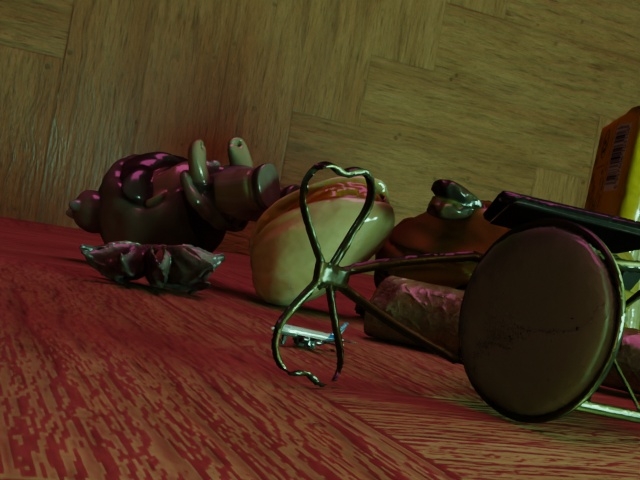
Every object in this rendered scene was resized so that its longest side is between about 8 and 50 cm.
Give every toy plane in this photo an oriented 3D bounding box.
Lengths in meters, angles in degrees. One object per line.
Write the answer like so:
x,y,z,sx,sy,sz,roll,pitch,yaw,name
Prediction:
-0.010,0.089,0.839,0.084,0.024,0.078,2,5,-31,toy plane

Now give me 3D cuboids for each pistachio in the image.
0.000,0.000,1.243,0.229,0.157,0.157,-34,-11,12,pistachio

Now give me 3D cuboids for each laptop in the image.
0.202,-0.013,0.738,0.129,0.016,0.180,14,-1,6,laptop

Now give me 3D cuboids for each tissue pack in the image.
0.537,0.002,1.429,0.228,0.382,0.293,13,0,5,tissue pack

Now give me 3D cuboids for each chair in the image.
0.146,0.055,0.650,0.325,0.160,0.170,15,-3,-34,chair

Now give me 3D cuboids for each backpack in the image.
0.241,0.043,1.266,0.353,0.201,0.378,12,-1,-36,backpack

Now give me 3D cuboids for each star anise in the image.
-0.221,0.033,1.181,0.182,0.065,0.195,5,4,2,star anise

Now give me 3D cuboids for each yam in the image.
0.216,0.103,0.957,0.356,0.081,0.081,11,1,26,yam

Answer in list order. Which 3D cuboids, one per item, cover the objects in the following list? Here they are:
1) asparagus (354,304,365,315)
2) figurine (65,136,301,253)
0.082,0.102,1.400,0.025,0.024,0.248,3,0,12,asparagus
-0.201,-0.052,1.419,0.380,0.203,0.248,-7,0,36,figurine
